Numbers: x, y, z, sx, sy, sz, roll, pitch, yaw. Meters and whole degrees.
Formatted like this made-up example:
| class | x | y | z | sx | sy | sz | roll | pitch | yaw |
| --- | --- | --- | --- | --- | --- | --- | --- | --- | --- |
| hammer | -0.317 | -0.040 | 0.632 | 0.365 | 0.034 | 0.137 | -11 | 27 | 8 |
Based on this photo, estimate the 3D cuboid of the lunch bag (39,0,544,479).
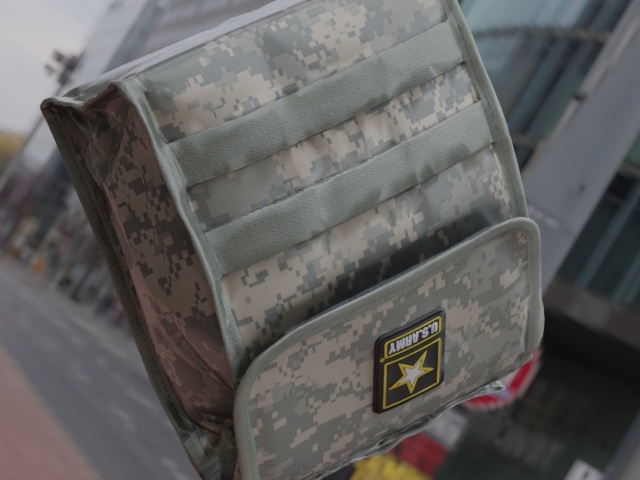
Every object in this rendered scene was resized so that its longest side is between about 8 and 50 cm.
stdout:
| class | x | y | z | sx | sy | sz | roll | pitch | yaw |
| --- | --- | --- | --- | --- | --- | --- | --- | --- | --- |
| lunch bag | 0.000 | 0.000 | 1.119 | 0.169 | 0.235 | 0.287 | -1 | -68 | 62 |
